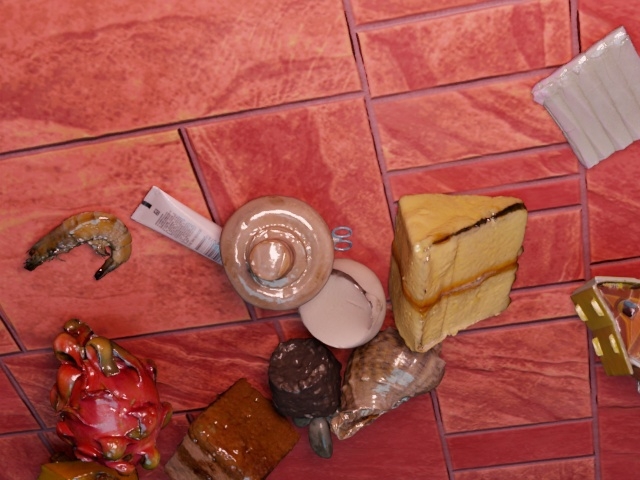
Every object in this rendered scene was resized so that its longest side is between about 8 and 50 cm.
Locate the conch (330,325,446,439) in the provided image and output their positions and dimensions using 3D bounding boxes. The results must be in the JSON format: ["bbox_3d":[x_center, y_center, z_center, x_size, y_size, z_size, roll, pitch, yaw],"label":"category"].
[{"bbox_3d":[0.121,0.265,1.934,0.291,0.159,0.210,-29,172,-13],"label":"conch"}]

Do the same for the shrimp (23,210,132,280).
[{"bbox_3d":[-0.447,0.022,1.810,0.217,0.051,0.150,-26,133,18],"label":"shrimp"}]

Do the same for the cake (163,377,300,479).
[{"bbox_3d":[-0.210,0.466,2.072,0.196,0.198,0.293,42,130,4],"label":"cake"}]

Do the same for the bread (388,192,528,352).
[{"bbox_3d":[0.258,0.060,1.738,0.236,0.198,0.264,-2,130,-5],"label":"bread"}]

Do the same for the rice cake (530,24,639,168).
[{"bbox_3d":[0.456,-0.227,1.569,0.189,0.037,0.198,-34,123,27],"label":"rice cake"}]

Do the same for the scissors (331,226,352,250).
[{"bbox_3d":[0.000,0.000,1.798,0.119,0.014,0.058,-4,131,0],"label":"scissors"}]

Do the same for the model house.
[{"bbox_3d":[0.650,0.129,1.832,0.323,0.340,0.300,32,171,4],"label":"model house"}]

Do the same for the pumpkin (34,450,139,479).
[{"bbox_3d":[-0.527,0.555,2.249,0.247,0.126,0.131,23,139,7],"label":"pumpkin"}]

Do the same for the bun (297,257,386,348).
[{"bbox_3d":[0.047,0.112,1.825,0.172,0.120,0.173,9,112,24],"label":"bun"}]

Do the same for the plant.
[{"bbox_3d":[-0.011,0.323,2.008,0.149,0.146,0.275,3,136,24],"label":"plant"}]

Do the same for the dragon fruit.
[{"bbox_3d":[-0.436,0.326,1.958,0.307,0.243,0.227,37,162,-32],"label":"dragon fruit"}]

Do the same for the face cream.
[{"bbox_3d":[-0.221,-0.010,1.772,0.243,0.058,0.092,31,126,-17],"label":"face cream"}]

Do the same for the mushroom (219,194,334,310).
[{"bbox_3d":[-0.074,0.012,1.693,0.206,0.206,0.209,7,155,-5],"label":"mushroom"}]
